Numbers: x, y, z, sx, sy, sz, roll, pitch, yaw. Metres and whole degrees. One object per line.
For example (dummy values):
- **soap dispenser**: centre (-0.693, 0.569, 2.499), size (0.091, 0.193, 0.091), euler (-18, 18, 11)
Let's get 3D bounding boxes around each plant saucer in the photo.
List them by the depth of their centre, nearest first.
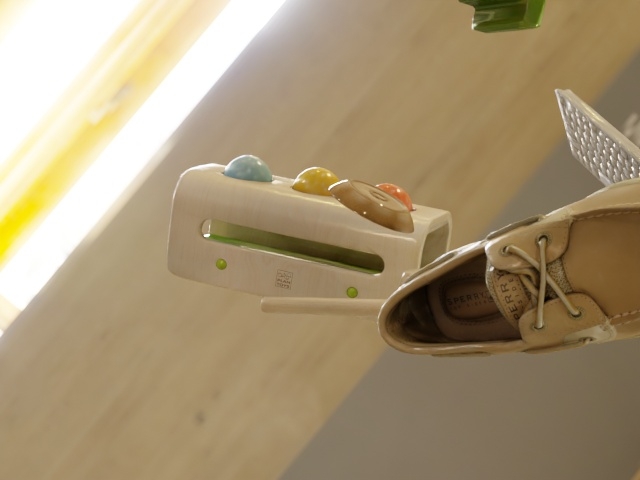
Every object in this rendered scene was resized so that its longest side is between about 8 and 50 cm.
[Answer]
- **plant saucer**: centre (0.048, -0.033, 1.463), size (0.083, 0.015, 0.083), euler (25, 15, -7)

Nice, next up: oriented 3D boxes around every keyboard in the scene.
- **keyboard**: centre (0.254, -0.040, 1.322), size (0.256, 0.014, 0.072), euler (-126, -163, -53)

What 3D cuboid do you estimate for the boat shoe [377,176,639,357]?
- **boat shoe**: centre (0.162, 0.031, 1.184), size (0.302, 0.098, 0.109), euler (-16, -87, 49)

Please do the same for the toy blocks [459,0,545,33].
- **toy blocks**: centre (-0.007, -0.223, 0.818), size (0.261, 0.190, 0.381), euler (11, -3, -28)

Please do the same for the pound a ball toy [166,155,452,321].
- **pound a ball toy**: centre (0.000, 0.000, 1.719), size (0.319, 0.135, 0.208), euler (12, 11, 18)
